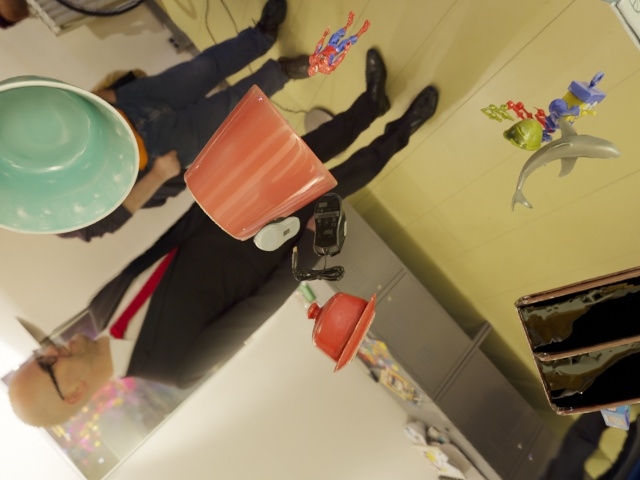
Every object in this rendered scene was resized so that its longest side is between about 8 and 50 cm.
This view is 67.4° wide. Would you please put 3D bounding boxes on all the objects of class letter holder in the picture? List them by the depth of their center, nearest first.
[{"bbox_3d":[0.403,0.096,0.550,0.214,0.301,0.152,28,-135,-68],"label":"letter holder"}]

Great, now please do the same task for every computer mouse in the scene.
[{"bbox_3d":[0.000,0.000,1.400,0.184,0.262,0.060,-11,162,33],"label":"computer mouse"}]

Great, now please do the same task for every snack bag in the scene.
[{"bbox_3d":[0.896,-0.673,1.296,0.323,0.343,0.037,26,168,-31],"label":"snack bag"}]

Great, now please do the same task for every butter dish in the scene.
[{"bbox_3d":[0.029,0.157,0.906,0.118,0.160,0.160,26,170,12],"label":"butter dish"}]

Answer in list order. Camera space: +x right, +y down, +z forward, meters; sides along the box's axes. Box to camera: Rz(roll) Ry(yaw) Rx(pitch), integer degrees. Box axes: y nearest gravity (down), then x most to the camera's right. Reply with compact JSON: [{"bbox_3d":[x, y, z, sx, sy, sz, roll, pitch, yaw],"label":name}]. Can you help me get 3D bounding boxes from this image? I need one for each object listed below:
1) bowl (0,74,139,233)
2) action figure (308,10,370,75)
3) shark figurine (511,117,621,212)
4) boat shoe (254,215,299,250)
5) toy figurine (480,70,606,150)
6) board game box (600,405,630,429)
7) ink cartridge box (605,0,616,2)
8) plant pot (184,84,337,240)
[{"bbox_3d":[-0.522,-0.183,0.906,0.163,0.311,0.312,52,160,37],"label":"bowl"},{"bbox_3d":[0.018,-0.238,0.587,0.038,0.115,0.030,34,158,3],"label":"action figure"},{"bbox_3d":[0.577,-0.203,1.214,0.278,0.116,0.166,-35,78,25],"label":"shark figurine"},{"bbox_3d":[-0.088,-0.015,0.905,0.040,0.142,0.049,10,108,24],"label":"boat shoe"},{"bbox_3d":[0.624,-0.366,1.255,0.191,0.362,0.217,59,136,21],"label":"toy figurine"},{"bbox_3d":[0.657,0.290,1.054,0.047,0.210,0.160,2,154,37],"label":"board game box"},{"bbox_3d":[0.531,-0.449,0.762,0.181,0.104,0.062,1,100,56],"label":"ink cartridge box"},{"bbox_3d":[-0.138,-0.147,1.035,0.275,0.243,0.275,49,-175,-6],"label":"plant pot"}]
